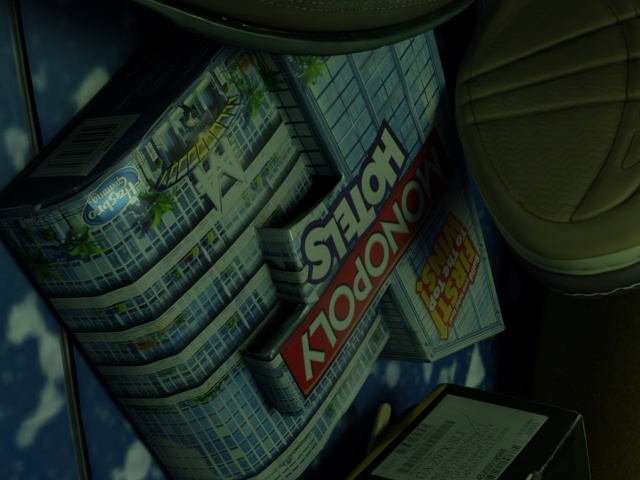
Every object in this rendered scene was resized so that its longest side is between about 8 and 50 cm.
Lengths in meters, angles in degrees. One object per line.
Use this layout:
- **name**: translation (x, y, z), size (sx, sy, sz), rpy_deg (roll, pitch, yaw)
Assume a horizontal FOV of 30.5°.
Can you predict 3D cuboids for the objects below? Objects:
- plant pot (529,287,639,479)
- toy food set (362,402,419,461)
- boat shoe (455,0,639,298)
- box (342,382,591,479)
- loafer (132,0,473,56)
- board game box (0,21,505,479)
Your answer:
- **plant pot**: translation (0.211, 0.048, 0.616), size (0.237, 0.237, 0.254), rpy_deg (15, 101, -53)
- **toy food set**: translation (0.044, 0.119, 0.547), size (0.122, 0.019, 0.078), rpy_deg (39, 60, -48)
- **boat shoe**: translation (0.111, -0.071, 0.514), size (0.285, 0.103, 0.092), rpy_deg (-91, 165, -49)
- **box**: translation (0.038, 0.263, 0.477), size (0.257, 0.079, 0.322), rpy_deg (-38, 124, -46)
- **loafer**: translation (-0.027, -0.112, 0.331), size (0.268, 0.084, 0.096), rpy_deg (-4, 72, -38)
- **board game box**: translation (0.000, 0.000, 0.450), size (0.194, 0.060, 0.194), rpy_deg (-56, 132, -37)
